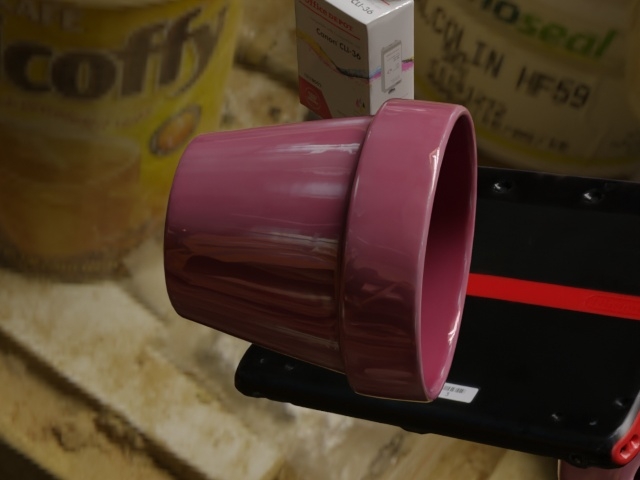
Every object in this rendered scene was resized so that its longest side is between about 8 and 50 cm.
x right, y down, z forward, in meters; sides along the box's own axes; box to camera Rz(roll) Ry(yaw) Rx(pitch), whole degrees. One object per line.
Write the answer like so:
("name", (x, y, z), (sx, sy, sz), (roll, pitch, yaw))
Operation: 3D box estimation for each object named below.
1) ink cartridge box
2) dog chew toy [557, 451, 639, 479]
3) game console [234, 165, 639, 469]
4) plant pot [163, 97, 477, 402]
("ink cartridge box", (0.033, -0.204, 1.625), (0.067, 0.198, 0.115), (-31, 48, -28))
("dog chew toy", (0.326, 0.200, 1.523), (0.206, 0.332, 0.207), (1, 94, 8))
("game console", (0.158, 0.055, 1.458), (0.386, 0.060, 0.342), (7, 43, 33))
("plant pot", (0.000, 0.000, 1.085), (0.180, 0.201, 0.201), (6, 52, 13))
